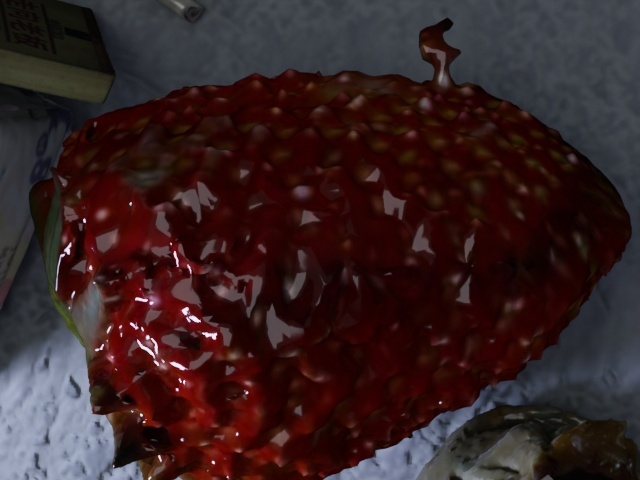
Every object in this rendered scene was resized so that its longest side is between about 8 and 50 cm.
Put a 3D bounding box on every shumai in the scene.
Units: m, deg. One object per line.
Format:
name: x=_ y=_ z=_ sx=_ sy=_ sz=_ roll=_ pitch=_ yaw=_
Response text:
shumai: x=0.137 y=0.196 z=1.208 sx=0.201 sy=0.120 sz=0.201 roll=-2 pitch=84 yaw=16

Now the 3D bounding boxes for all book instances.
book: x=-0.257 y=-0.150 z=1.294 sx=0.231 sy=0.161 sz=0.026 roll=12 pitch=111 yaw=-17

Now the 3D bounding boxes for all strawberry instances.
strawberry: x=-0.001 y=-0.002 z=1.211 sx=0.343 sy=0.292 sz=0.292 roll=-30 pitch=76 yaw=-3

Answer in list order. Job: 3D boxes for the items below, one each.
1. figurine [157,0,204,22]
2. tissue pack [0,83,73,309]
figurine: x=-0.145 y=-0.231 z=1.363 sx=0.187 sy=0.083 sz=0.083 roll=45 pitch=101 yaw=7
tissue pack: x=-0.315 y=0.003 z=1.250 sx=0.125 sy=0.343 sz=0.242 roll=30 pitch=105 yaw=18
